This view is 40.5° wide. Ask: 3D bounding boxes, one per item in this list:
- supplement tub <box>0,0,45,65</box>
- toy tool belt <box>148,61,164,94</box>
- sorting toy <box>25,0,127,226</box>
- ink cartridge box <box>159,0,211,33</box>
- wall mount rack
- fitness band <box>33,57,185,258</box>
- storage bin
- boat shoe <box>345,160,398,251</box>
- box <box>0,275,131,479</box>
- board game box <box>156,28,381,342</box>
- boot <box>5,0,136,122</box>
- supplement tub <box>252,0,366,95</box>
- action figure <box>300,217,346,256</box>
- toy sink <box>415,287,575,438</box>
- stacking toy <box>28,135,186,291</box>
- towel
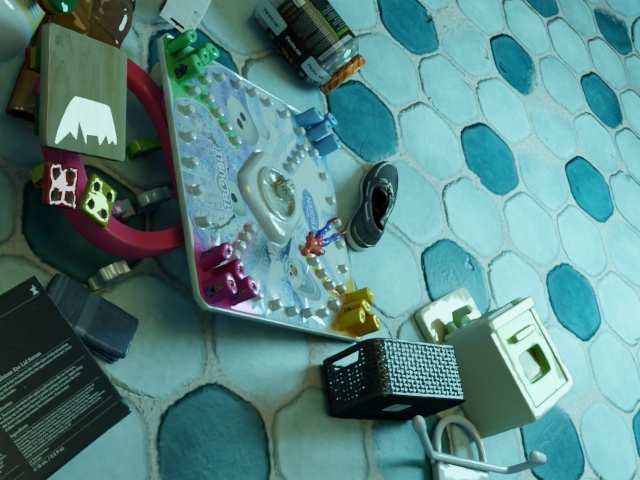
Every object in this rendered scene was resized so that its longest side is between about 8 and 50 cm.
[{"bbox_3d":[-0.404,-0.349,0.977,0.241,0.241,0.331,31,72,-25],"label":"supplement tub"},{"bbox_3d":[-0.224,-0.236,1.274,0.051,0.052,0.083,59,35,-47],"label":"toy tool belt"},{"bbox_3d":[-0.280,-0.154,0.984,0.132,0.046,0.274,5,84,-65],"label":"sorting toy"},{"bbox_3d":[-0.216,-0.363,1.361,0.063,0.029,0.115,36,48,-22],"label":"ink cartridge box"},{"bbox_3d":[0.212,0.395,1.235,0.304,0.130,0.350,20,54,-33],"label":"wall mount rack"},{"bbox_3d":[-0.250,-0.116,1.097,0.209,0.054,0.291,-7,73,-45],"label":"fitness band"},{"bbox_3d":[0.107,0.205,1.254,0.180,0.122,0.084,11,60,-38],"label":"storage bin"},{"bbox_3d":[0.103,-0.067,1.449,0.075,0.065,0.206,40,46,-17],"label":"boat shoe"},{"bbox_3d":[-0.353,0.182,0.871,0.261,0.103,0.184,-37,96,-46],"label":"box"},{"bbox_3d":[-0.060,-0.067,1.230,0.390,0.050,0.390,21,53,-55],"label":"board game box"},{"bbox_3d":[-0.381,-0.281,1.150,0.264,0.096,0.280,25,59,-38],"label":"boot"},{"bbox_3d":[-0.015,-0.347,1.468,0.190,0.117,0.117,51,44,-6],"label":"supplement tub"},{"bbox_3d":[0.000,0.000,1.200,0.038,0.030,0.115,61,27,-4],"label":"action figure"},{"bbox_3d":[0.292,0.179,1.429,0.153,0.131,0.234,-20,80,-47],"label":"toy sink"},{"bbox_3d":[-0.249,-0.046,1.133,0.221,0.052,0.167,-26,85,-47],"label":"stacking toy"},{"bbox_3d":[-0.280,0.094,1.040,0.119,0.029,0.067,35,48,-21],"label":"towel"}]
